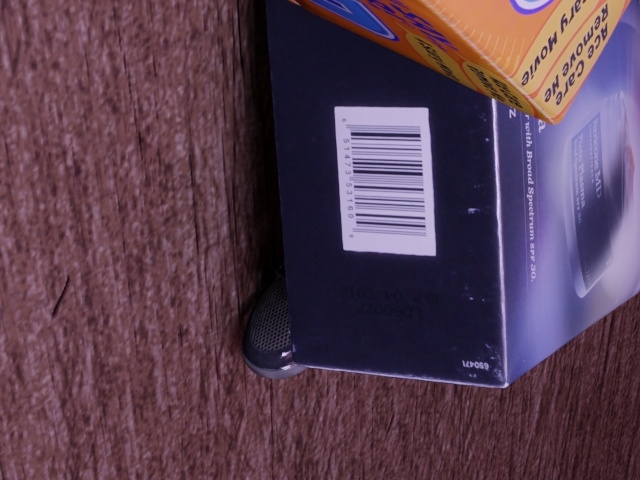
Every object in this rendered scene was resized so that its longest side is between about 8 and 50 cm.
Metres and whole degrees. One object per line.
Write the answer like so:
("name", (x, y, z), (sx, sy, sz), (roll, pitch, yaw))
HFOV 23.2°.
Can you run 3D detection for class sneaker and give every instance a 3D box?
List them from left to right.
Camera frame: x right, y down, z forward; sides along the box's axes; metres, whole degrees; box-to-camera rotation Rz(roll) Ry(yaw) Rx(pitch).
("sneaker", (0.000, 0.000, 1.261), (0.227, 0.087, 0.130), (-51, 145, -19))

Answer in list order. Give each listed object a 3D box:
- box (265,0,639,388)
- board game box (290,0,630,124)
("box", (0.118, -0.080, 1.154), (0.294, 0.183, 0.296), (-24, 114, -56))
("board game box", (-0.003, -0.327, 0.731), (0.356, 0.356, 0.356), (-61, 148, 1))
